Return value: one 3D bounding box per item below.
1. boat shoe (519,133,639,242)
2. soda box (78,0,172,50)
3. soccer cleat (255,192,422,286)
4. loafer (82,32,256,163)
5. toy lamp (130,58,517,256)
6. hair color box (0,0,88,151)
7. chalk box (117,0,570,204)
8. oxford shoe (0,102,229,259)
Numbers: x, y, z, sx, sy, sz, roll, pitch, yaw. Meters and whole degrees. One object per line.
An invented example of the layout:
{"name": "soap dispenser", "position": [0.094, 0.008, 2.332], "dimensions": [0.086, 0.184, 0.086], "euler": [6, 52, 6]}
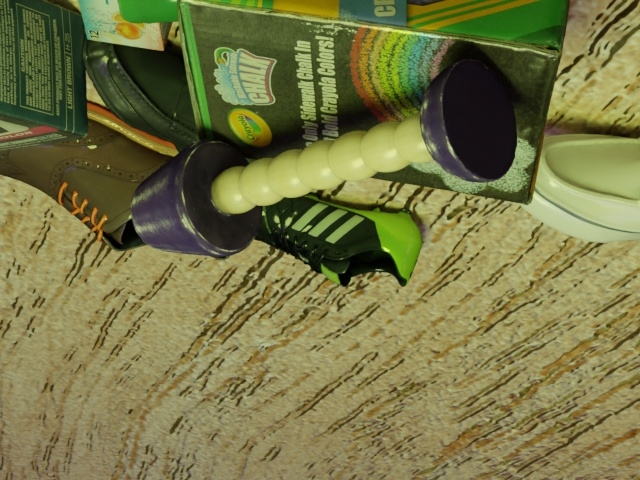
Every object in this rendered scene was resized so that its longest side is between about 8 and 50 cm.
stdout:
{"name": "boat shoe", "position": [0.275, -0.049, 1.206], "dimensions": [0.258, 0.095, 0.084], "euler": [6, 148, -9]}
{"name": "soda box", "position": [-0.139, -0.211, 1.104], "dimensions": [0.063, 0.058, 0.183], "euler": [10, 150, 6]}
{"name": "soccer cleat", "position": [0.000, 0.000, 1.406], "dimensions": [0.179, 0.072, 0.060], "euler": [7, 151, 10]}
{"name": "loafer", "position": [-0.102, -0.110, 1.258], "dimensions": [0.078, 0.076, 0.223], "euler": [-13, 147, 30]}
{"name": "toy lamp", "position": [-0.011, -0.040, 0.968], "dimensions": [0.275, 0.080, 0.080], "euler": [-13, 142, 43]}
{"name": "hair color box", "position": [-0.325, -0.133, 1.112], "dimensions": [0.174, 0.105, 0.347], "euler": [-6, 173, 22]}
{"name": "chalk box", "position": [0.013, -0.161, 1.011], "dimensions": [0.289, 0.179, 0.180], "euler": [10, 152, 6]}
{"name": "oxford shoe", "position": [-0.192, -0.051, 1.364], "dimensions": [0.271, 0.098, 0.097], "euler": [11, 151, 1]}
